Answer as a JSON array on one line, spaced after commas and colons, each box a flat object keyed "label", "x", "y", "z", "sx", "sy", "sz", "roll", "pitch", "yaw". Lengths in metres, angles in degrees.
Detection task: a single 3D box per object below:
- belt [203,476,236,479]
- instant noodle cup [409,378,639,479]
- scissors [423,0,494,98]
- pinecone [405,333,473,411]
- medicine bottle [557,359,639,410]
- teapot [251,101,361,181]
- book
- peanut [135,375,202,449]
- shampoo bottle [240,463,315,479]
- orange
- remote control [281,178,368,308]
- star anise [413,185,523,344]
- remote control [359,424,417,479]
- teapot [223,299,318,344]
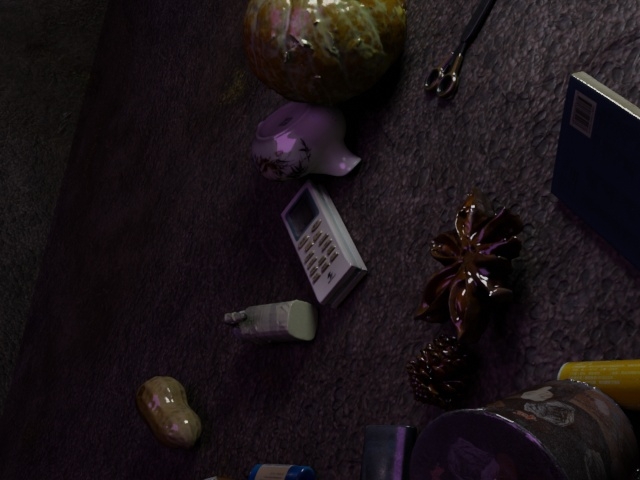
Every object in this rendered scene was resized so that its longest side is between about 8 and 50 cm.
[{"label": "belt", "x": -0.201, "y": 0.577, "z": 1.419, "sx": 0.122, "sy": 0.217, "sz": 0.338, "roll": 36, "pitch": 108, "yaw": 55}, {"label": "instant noodle cup", "x": 0.246, "y": 0.269, "z": 0.950, "sx": 0.217, "sy": 0.207, "sz": 0.217, "roll": 11, "pitch": 106, "yaw": 41}, {"label": "scissors", "x": 0.259, "y": -0.358, "z": 1.477, "sx": 0.220, "sy": 0.017, "sz": 0.088, "roll": -61, "pitch": 32, "yaw": 11}, {"label": "pinecone", "x": 0.176, "y": 0.192, "z": 1.226, "sx": 0.102, "sy": 0.102, "sz": 0.109, "roll": 3, "pitch": 71, "yaw": 54}, {"label": "medicine bottle", "x": 0.387, "y": 0.170, "z": 0.976, "sx": 0.218, "sy": 0.074, "sz": 0.073, "roll": -13, "pitch": 62, "yaw": 51}, {"label": "teapot", "x": -0.047, "y": -0.199, "z": 1.710, "sx": 0.208, "sy": 0.166, "sz": 0.300, "roll": -57, "pitch": 22, "yaw": -15}, {"label": "book", "x": 0.390, "y": -0.076, "z": 1.057, "sx": 0.269, "sy": 0.025, "sz": 0.190, "roll": -123, "pitch": 25, "yaw": -50}, {"label": "peanut", "x": -0.329, "y": 0.374, "z": 1.799, "sx": 0.120, "sy": 0.110, "sz": 0.236, "roll": -54, "pitch": 37, "yaw": -3}, {"label": "shampoo bottle", "x": -0.081, "y": 0.444, "z": 1.477, "sx": 0.183, "sy": 0.050, "sz": 0.087, "roll": -16, "pitch": 63, "yaw": 49}, {"label": "orange", "x": 0.008, "y": -0.418, "z": 1.606, "sx": 0.329, "sy": 0.249, "sz": 0.329, "roll": -10, "pitch": 50, "yaw": 12}, {"label": "remote control", "x": 0.000, "y": 0.000, "z": 1.601, "sx": 0.103, "sy": 0.056, "sz": 0.277, "roll": -51, "pitch": 39, "yaw": 22}, {"label": "star anise", "x": 0.228, "y": 0.046, "z": 1.242, "sx": 0.220, "sy": 0.099, "sz": 0.214, "roll": -60, "pitch": 22, "yaw": 11}, {"label": "remote control", "x": 0.087, "y": 0.470, "z": 1.246, "sx": 0.107, "sy": 0.044, "sz": 0.377, "roll": -18, "pitch": 58, "yaw": 52}, {"label": "teapot", "x": -0.106, "y": 0.160, "z": 1.614, "sx": 0.200, "sy": 0.107, "sz": 0.077, "roll": -13, "pitch": 65, "yaw": 50}]
